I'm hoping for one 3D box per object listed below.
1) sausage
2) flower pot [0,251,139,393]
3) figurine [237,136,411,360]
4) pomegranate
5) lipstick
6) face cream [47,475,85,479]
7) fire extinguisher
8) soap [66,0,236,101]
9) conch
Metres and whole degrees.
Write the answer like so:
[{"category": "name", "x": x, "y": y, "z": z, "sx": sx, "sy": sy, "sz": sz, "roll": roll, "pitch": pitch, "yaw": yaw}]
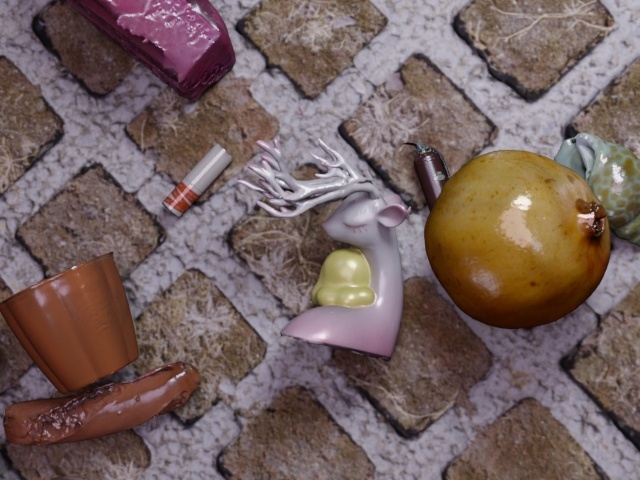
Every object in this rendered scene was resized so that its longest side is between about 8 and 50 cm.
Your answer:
[{"category": "sausage", "x": -0.342, "y": 0.262, "z": 1.617, "sx": 0.326, "sy": 0.079, "sz": 0.087, "roll": -14, "pitch": 57, "yaw": 6}, {"category": "flower pot", "x": -0.373, "y": 0.132, "z": 1.592, "sx": 0.190, "sy": 0.190, "sz": 0.173, "roll": -23, "pitch": 94, "yaw": 5}, {"category": "figurine", "x": 0.005, "y": -0.001, "z": 1.543, "sx": 0.284, "sy": 0.206, "sz": 0.316, "roll": 12, "pitch": 81, "yaw": -2}, {"category": "pomegranate", "x": 0.282, "y": -0.006, "z": 1.467, "sx": 0.264, "sy": 0.264, "sz": 0.264, "roll": -1, "pitch": 84, "yaw": 8}, {"category": "lipstick", "x": -0.195, "y": -0.095, "z": 1.653, "sx": 0.038, "sy": 0.038, "sz": 0.131, "roll": 43, "pitch": 91, "yaw": 10}, {"category": "face cream", "x": -0.406, "y": 0.442, "z": 1.592, "sx": 0.149, "sy": 0.104, "sz": 0.149, "roll": -1, "pitch": 84, "yaw": 8}, {"category": "fire extinguisher", "x": 0.179, "y": -0.082, "z": 1.600, "sx": 0.064, "sy": 0.043, "sz": 0.158, "roll": -14, "pitch": 82, "yaw": -24}, {"category": "soap", "x": -0.289, "y": -0.369, "z": 1.611, "sx": 0.325, "sy": 0.220, "sz": 0.127, "roll": 38, "pitch": 81, "yaw": 10}, {"category": "conch", "x": 0.426, "y": -0.085, "z": 1.539, "sx": 0.173, "sy": 0.106, "sz": 0.116, "roll": 46, "pitch": 115, "yaw": 28}]
